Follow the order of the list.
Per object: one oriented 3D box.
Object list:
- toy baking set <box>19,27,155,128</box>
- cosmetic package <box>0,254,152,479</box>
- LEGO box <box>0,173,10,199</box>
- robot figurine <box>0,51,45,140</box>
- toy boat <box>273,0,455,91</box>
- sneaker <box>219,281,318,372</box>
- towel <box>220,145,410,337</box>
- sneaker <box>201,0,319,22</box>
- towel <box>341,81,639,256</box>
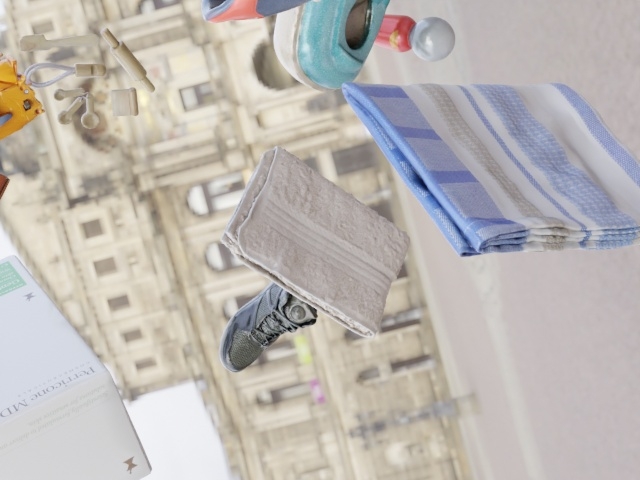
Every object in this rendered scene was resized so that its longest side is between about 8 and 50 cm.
[{"bbox_3d":[-0.432,-0.303,2.238,0.256,0.196,0.030,58,-175,-42],"label":"toy baking set"},{"bbox_3d":[-0.365,0.177,1.408,0.365,0.197,0.155,32,143,54],"label":"cosmetic package"},{"bbox_3d":[-0.780,0.050,1.925,0.193,0.372,0.500,-37,29,61],"label":"LEGO box"},{"bbox_3d":[-0.448,-0.111,1.266,0.211,0.291,0.085,38,154,51],"label":"robot figurine"},{"bbox_3d":[0.072,-0.328,1.724,0.318,0.148,0.268,13,-86,-59],"label":"toy boat"},{"bbox_3d":[-0.086,0.144,2.142,0.087,0.227,0.130,48,168,-18],"label":"sneaker"},{"bbox_3d":[0.000,0.000,1.803,0.049,0.282,0.187,-27,35,58],"label":"towel"},{"bbox_3d":[-0.105,-0.337,0.987,0.131,0.148,0.350,-114,0,-66],"label":"sneaker"},{"bbox_3d":[0.176,-0.071,1.047,0.209,0.285,0.034,56,133,32],"label":"towel"}]
